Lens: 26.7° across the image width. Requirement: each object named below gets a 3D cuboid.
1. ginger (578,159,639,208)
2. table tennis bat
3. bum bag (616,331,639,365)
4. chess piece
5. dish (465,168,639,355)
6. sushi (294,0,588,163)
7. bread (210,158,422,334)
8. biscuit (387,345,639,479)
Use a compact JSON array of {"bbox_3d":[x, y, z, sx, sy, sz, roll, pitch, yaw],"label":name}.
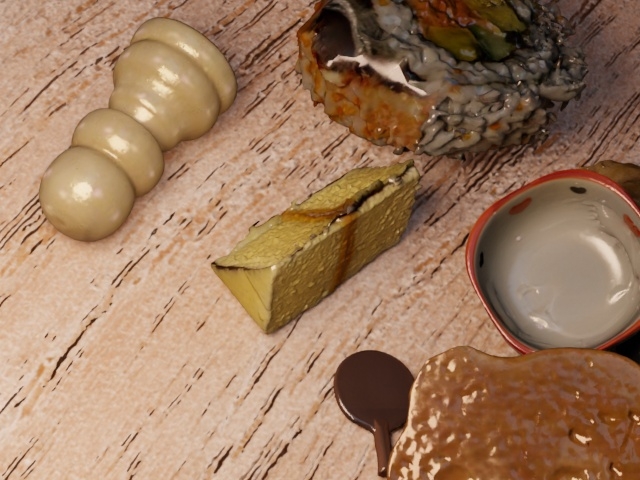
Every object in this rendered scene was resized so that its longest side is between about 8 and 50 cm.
[{"bbox_3d":[0.464,-0.033,1.857,0.218,0.123,0.270,-2,46,-42],"label":"ginger"},{"bbox_3d":[0.082,0.183,1.625,0.107,0.119,0.170,1,57,-13],"label":"table tennis bat"},{"bbox_3d":[0.423,0.225,1.678,0.095,0.144,0.341,26,53,-23],"label":"bum bag"},{"bbox_3d":[-0.249,-0.129,1.724,0.167,0.167,0.300,31,63,6],"label":"chess piece"},{"bbox_3d":[0.318,0.044,1.745,0.256,0.117,0.256,-2,75,9],"label":"dish"},{"bbox_3d":[0.178,-0.272,1.905,0.417,0.176,0.418,8,49,-9],"label":"sushi"},{"bbox_3d":[0.000,0.000,1.723,0.266,0.142,0.178,-32,30,-27],"label":"bread"},{"bbox_3d":[0.255,0.313,1.547,0.365,0.062,0.385,3,74,8],"label":"biscuit"}]
